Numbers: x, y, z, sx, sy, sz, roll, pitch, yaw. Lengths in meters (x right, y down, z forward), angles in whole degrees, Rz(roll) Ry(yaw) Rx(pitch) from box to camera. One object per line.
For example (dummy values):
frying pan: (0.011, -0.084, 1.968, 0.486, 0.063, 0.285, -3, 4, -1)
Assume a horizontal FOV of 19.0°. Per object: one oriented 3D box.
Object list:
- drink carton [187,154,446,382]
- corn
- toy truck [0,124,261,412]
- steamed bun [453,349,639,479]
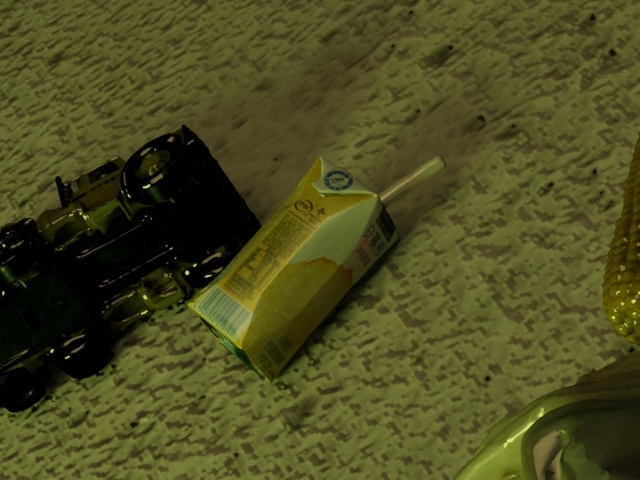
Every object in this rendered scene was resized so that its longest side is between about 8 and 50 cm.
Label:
drink carton: (0.000, 0.000, 1.351, 0.074, 0.084, 0.200, 34, 77, 32)
corn: (0.239, -0.034, 1.236, 0.080, 0.080, 0.231, 0, 55, 31)
toy truck: (-0.177, 0.011, 1.427, 0.257, 0.127, 0.127, -28, 32, 9)
steamed bun: (0.178, 0.179, 1.022, 0.280, 0.207, 0.268, -38, 46, 3)
